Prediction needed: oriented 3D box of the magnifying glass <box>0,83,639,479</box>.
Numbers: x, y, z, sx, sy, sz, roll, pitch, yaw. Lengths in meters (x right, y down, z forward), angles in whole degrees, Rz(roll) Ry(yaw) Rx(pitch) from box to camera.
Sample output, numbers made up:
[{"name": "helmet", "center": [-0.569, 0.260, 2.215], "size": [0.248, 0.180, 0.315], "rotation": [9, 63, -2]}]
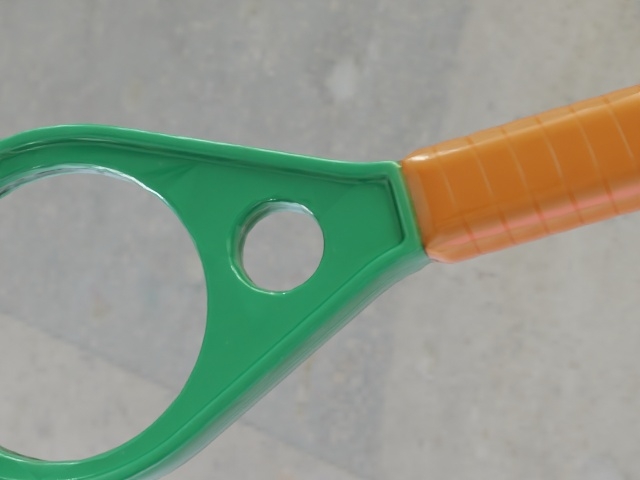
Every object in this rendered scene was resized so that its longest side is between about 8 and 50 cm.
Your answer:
[{"name": "magnifying glass", "center": [0.000, 0.000, 0.453], "size": [0.231, 0.026, 0.092], "rotation": [-17, 76, 8]}]
